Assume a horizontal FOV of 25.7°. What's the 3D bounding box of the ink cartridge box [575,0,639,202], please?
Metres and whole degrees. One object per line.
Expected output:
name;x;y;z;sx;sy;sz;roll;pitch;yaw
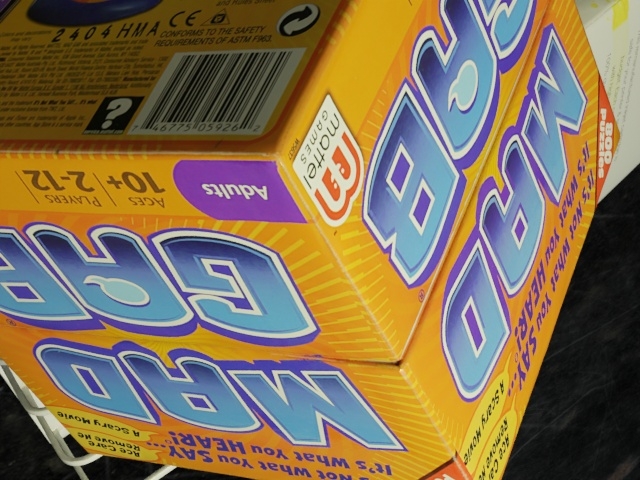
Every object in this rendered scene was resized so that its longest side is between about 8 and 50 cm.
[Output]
ink cartridge box;0.209;-0.144;1.414;0.384;0.160;0.279;-38;144;-35

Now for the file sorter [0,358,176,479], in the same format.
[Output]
file sorter;-0.208;0.076;1.279;0.193;0.173;0.278;-34;126;-11

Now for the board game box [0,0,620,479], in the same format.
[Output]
board game box;-0.039;-0.069;1.000;0.356;0.356;0.356;59;45;-41
